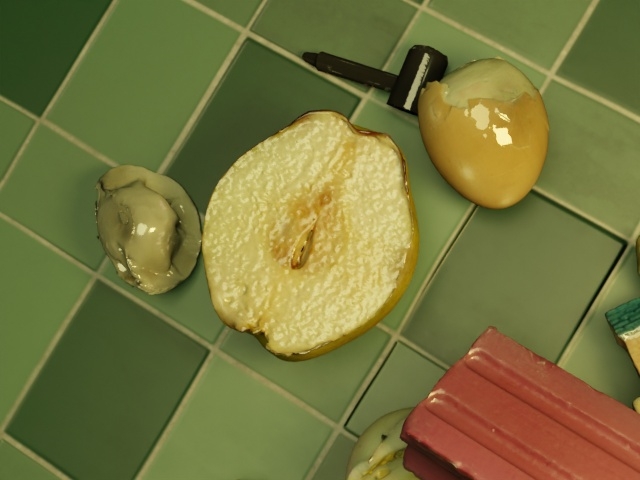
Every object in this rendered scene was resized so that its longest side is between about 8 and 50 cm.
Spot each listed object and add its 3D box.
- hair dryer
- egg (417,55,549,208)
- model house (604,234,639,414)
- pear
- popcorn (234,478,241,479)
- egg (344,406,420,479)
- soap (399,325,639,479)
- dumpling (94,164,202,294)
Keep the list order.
[{"bbox_3d":[0.087,-0.292,2.034,0.248,0.070,0.114,21,87,22],"label":"hair dryer"},{"bbox_3d":[0.261,-0.169,1.903,0.201,0.201,0.244,-15,91,9],"label":"egg"},{"bbox_3d":[0.563,0.138,1.825,0.267,0.194,0.324,-26,63,9],"label":"model house"},{"bbox_3d":[0.000,0.000,1.930,0.340,0.191,0.386,30,88,18],"label":"pear"},{"bbox_3d":[-0.139,0.478,1.907,0.198,0.155,0.197,0,92,-6],"label":"popcorn"},{"bbox_3d":[0.142,0.369,1.862,0.271,0.162,0.206,47,59,-20],"label":"egg"},{"bbox_3d":[0.317,0.303,1.677,0.360,0.128,0.233,31,60,27],"label":"soap"},{"bbox_3d":[-0.286,-0.028,2.038,0.173,0.142,0.247,-12,69,-27],"label":"dumpling"}]
